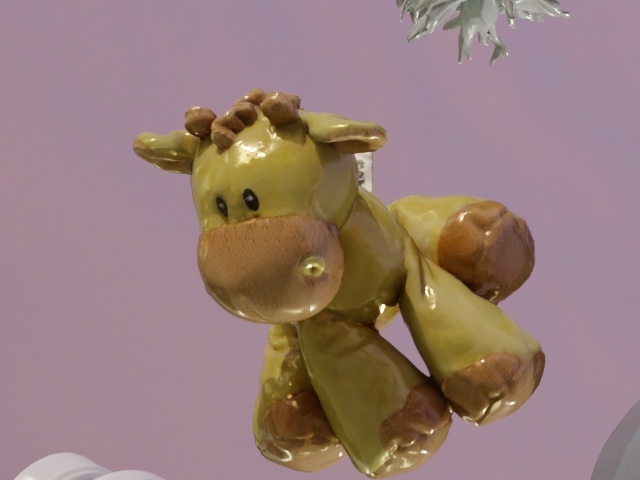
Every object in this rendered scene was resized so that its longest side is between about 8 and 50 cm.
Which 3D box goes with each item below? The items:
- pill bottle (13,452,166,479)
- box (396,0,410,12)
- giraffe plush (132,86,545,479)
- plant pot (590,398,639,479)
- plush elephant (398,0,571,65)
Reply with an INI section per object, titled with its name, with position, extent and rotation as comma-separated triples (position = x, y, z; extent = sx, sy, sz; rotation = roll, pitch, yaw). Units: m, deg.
[pill bottle]
position = -0.119, 0.258, 1.415
extent = 0.272, 0.152, 0.152
rotation = 27, -44, 39
[box]
position = 0.266, -0.310, 1.351
extent = 0.395, 0.293, 0.212
rotation = -7, -76, 31
[giraffe plush]
position = 0.000, 0.000, 0.996
extent = 0.170, 0.181, 0.210
rotation = 45, 20, -53
[plant pot]
position = 0.333, 0.187, 1.268
extent = 0.341, 0.341, 0.334
rotation = 53, -10, 3
[plush elephant]
position = 0.194, -0.153, 0.660
extent = 0.255, 0.272, 0.330
rotation = 22, -53, 0
